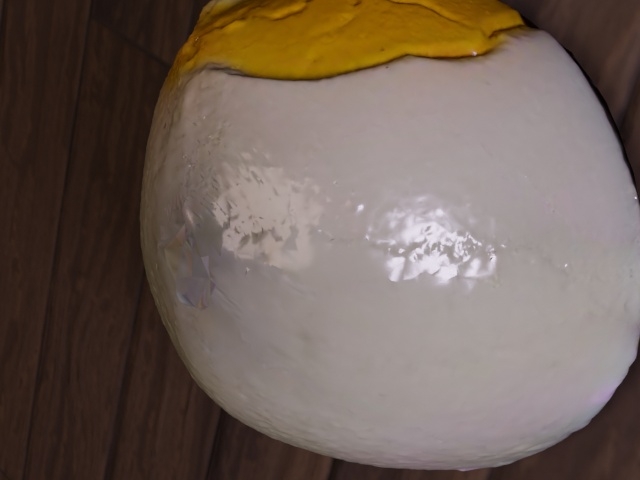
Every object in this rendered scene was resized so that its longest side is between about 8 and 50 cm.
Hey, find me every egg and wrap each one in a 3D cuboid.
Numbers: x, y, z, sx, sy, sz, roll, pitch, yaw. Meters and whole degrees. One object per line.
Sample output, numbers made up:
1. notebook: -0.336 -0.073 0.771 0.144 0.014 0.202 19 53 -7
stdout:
1. egg: 0.000 0.000 0.725 0.337 0.201 0.337 17 113 45
